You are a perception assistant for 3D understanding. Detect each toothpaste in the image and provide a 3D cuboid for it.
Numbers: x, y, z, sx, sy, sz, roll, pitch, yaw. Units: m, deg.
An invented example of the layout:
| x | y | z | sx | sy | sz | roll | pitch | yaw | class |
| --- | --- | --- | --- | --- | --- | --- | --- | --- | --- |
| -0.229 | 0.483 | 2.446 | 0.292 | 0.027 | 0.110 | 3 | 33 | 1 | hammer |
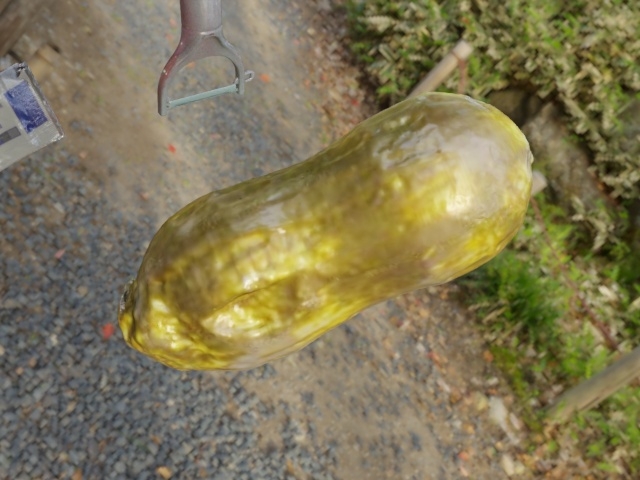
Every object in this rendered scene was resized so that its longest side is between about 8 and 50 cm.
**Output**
| x | y | z | sx | sy | sz | roll | pitch | yaw | class |
| --- | --- | --- | --- | --- | --- | --- | --- | --- | --- |
| -0.440 | -0.096 | 0.992 | 0.068 | 0.282 | 0.099 | 50 | -17 | 16 | toothpaste |

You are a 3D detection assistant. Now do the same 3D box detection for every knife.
| x | y | z | sx | sy | sz | roll | pitch | yaw | class |
| --- | --- | --- | --- | --- | --- | --- | --- | --- | --- |
| -0.121 | -0.268 | 0.896 | 0.123 | 0.278 | 0.053 | -25 | 41 | -33 | knife |

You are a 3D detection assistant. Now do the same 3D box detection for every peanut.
| x | y | z | sx | sy | sz | roll | pitch | yaw | class |
| --- | --- | --- | --- | --- | --- | --- | --- | --- | --- |
| 0.000 | 0.000 | 0.402 | 0.087 | 0.206 | 0.087 | 59 | 14 | -24 | peanut |
